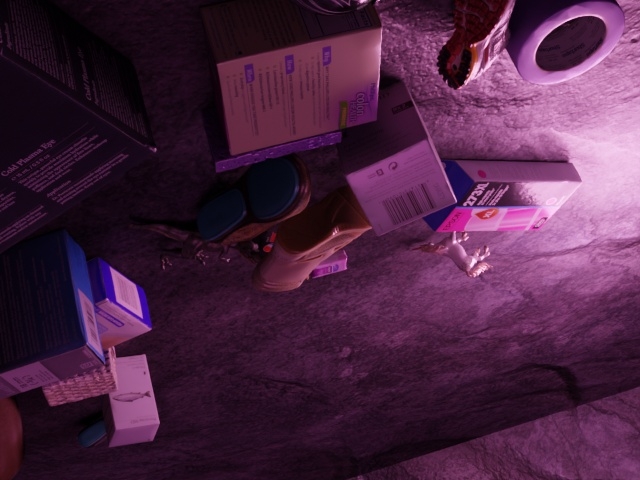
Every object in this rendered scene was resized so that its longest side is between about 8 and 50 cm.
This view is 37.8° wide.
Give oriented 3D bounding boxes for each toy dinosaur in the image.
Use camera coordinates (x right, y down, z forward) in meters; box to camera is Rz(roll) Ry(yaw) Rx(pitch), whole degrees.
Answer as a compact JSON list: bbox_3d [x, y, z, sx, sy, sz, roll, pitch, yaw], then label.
[{"bbox_3d":[-0.248,0.011,1.793,0.268,0.064,0.118,11,146,-23],"label":"toy dinosaur"}]

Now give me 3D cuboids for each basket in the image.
[{"bbox_3d":[-0.528,0.282,2.036,0.167,0.103,0.113,-12,148,-11],"label":"basket"}]

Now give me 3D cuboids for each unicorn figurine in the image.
[{"bbox_3d":[0.299,0.021,2.085,0.111,0.162,0.060,-38,151,-24],"label":"unicorn figurine"}]

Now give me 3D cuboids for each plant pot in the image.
[{"bbox_3d":[-0.738,0.385,2.020,0.216,0.215,0.230,-1,131,-28],"label":"plant pot"}]

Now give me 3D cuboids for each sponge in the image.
[{"bbox_3d":[-0.079,-0.184,1.509,0.210,0.117,0.031,-14,145,-8],"label":"sponge"}]

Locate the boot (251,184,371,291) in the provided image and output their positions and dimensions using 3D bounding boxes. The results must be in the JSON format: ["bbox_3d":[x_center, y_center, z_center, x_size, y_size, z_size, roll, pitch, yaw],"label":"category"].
[{"bbox_3d":[0.000,0.000,1.765,0.262,0.095,0.203,-28,165,-33],"label":"boot"}]

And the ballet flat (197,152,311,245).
[{"bbox_3d":[-0.092,-0.074,1.634,0.123,0.123,0.349,4,162,-35],"label":"ballet flat"}]

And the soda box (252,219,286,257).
[{"bbox_3d":[-0.099,-0.027,1.813,0.053,0.060,0.169,-6,147,-23],"label":"soda box"}]

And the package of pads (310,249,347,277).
[{"bbox_3d":[0.016,0.051,2.034,0.083,0.032,0.050,-14,147,-9],"label":"package of pads"}]

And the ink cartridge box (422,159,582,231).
[{"bbox_3d":[0.352,-0.093,1.963,0.371,0.069,0.175,1,145,-26],"label":"ink cartridge box"}]

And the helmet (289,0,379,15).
[{"bbox_3d":[0.004,-0.376,1.216,0.169,0.169,0.162,-41,160,33],"label":"helmet"}]

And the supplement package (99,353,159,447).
[{"bbox_3d":[-0.443,0.367,2.146,0.105,0.179,0.105,-4,147,-25],"label":"supplement package"}]

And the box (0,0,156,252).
[{"bbox_3d":[-0.463,-0.163,1.268,0.343,0.178,0.312,-29,149,17],"label":"box"}]

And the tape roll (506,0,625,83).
[{"bbox_3d":[0.396,-0.351,1.543,0.189,0.080,0.189,-14,149,-9],"label":"tape roll"}]

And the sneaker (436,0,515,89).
[{"bbox_3d":[0.260,-0.346,1.491,0.093,0.088,0.225,-26,157,-31],"label":"sneaker"}]

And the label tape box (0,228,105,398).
[{"bbox_3d":[-0.573,0.149,1.659,0.334,0.240,0.106,-18,152,0],"label":"label tape box"}]

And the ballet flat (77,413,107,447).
[{"bbox_3d":[-0.524,0.457,2.373,0.203,0.074,0.074,-32,148,11],"label":"ballet flat"}]

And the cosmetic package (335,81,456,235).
[{"bbox_3d":[0.120,-0.139,1.595,0.151,0.183,0.151,-24,129,9],"label":"cosmetic package"}]

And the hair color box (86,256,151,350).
[{"bbox_3d":[-0.531,0.171,1.851,0.339,0.110,0.185,-23,151,10],"label":"hair color box"}]

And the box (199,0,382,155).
[{"bbox_3d":[-0.042,-0.261,1.407,0.243,0.117,0.213,-14,149,-7],"label":"box"}]
